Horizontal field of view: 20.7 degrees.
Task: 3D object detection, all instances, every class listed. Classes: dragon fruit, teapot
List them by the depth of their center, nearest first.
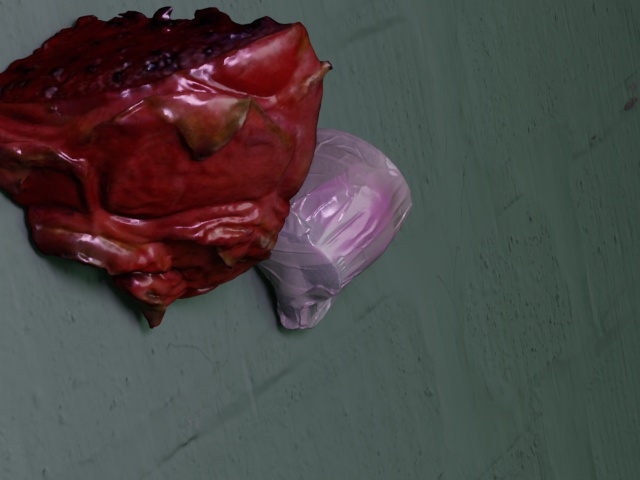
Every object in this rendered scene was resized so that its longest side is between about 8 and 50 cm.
[{"bbox_3d":[-0.142,-0.038,1.697,0.228,0.286,0.329,-52,139,-53],"label":"dragon fruit"},{"bbox_3d":[-0.011,-0.009,2.043,0.163,0.221,0.178,37,56,-4],"label":"teapot"}]
